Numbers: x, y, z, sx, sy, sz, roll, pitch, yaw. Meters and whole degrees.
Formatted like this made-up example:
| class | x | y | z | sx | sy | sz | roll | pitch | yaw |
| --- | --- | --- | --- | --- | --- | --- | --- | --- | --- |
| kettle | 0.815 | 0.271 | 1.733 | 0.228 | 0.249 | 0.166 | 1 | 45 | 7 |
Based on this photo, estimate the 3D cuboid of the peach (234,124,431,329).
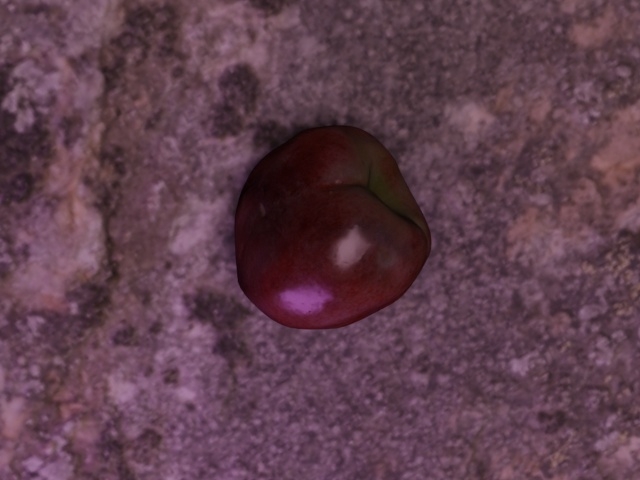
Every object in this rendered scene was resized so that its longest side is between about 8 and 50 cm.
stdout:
| class | x | y | z | sx | sy | sz | roll | pitch | yaw |
| --- | --- | --- | --- | --- | --- | --- | --- | --- | --- |
| peach | 0.000 | 0.000 | 1.119 | 0.152 | 0.152 | 0.152 | -4 | 107 | -14 |
